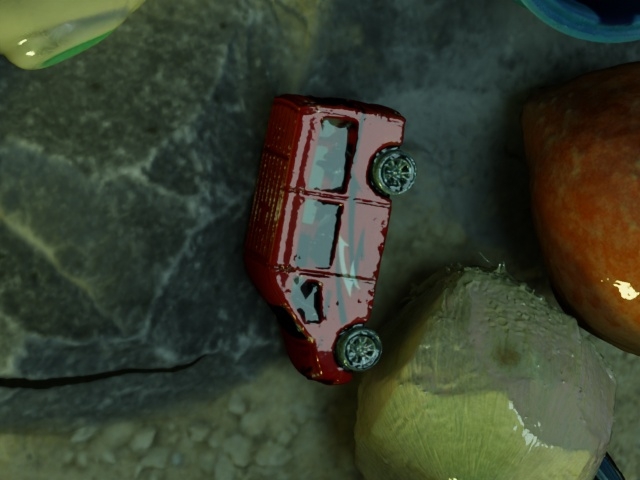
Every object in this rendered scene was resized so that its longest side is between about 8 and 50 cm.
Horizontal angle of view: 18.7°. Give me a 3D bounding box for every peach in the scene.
[{"bbox_3d":[0.233,-0.028,1.387,0.233,0.232,0.232,-8,106,-29],"label":"peach"}]

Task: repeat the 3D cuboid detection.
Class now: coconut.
[{"bbox_3d":[0.114,0.124,1.357,0.194,0.194,0.194,-8,106,-29],"label":"coconut"}]

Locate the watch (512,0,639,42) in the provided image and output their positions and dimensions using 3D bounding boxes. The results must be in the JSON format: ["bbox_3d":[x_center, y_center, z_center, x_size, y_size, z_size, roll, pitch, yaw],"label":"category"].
[{"bbox_3d":[0.174,-0.287,1.277,0.305,0.241,0.274,25,103,-32],"label":"watch"}]

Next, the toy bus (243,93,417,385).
[{"bbox_3d":[0.000,0.000,1.319,0.089,0.081,0.195,8,98,-22],"label":"toy bus"}]

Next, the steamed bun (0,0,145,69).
[{"bbox_3d":[-0.184,-0.183,1.111,0.228,0.130,0.177,8,126,-32],"label":"steamed bun"}]

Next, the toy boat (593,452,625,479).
[{"bbox_3d":[0.199,0.194,1.491,0.061,0.060,0.137,-55,130,-30],"label":"toy boat"}]
